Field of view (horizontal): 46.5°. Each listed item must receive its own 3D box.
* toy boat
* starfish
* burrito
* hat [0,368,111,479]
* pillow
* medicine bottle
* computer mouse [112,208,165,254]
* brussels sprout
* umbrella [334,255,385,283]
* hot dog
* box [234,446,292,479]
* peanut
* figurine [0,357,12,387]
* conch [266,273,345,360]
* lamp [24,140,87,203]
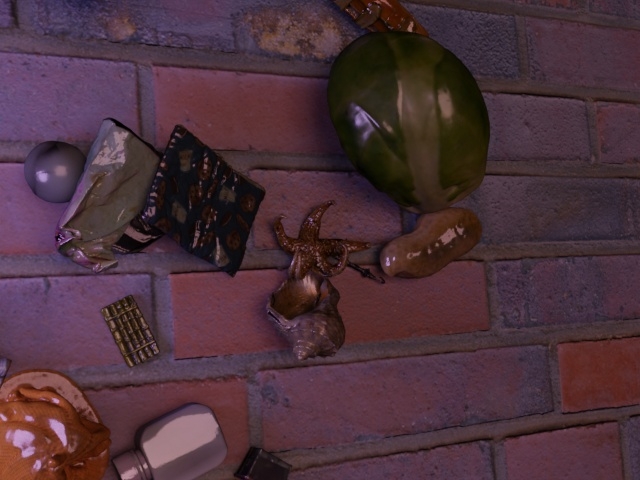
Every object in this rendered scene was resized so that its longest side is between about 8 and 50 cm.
[{"bbox_3d":[-0.330,0.157,1.292,0.063,0.016,0.115,-28,96,-24],"label":"toy boat"},{"bbox_3d":[0.002,0.000,1.430,0.190,0.074,0.146,-4,73,-26],"label":"starfish"},{"bbox_3d":[-0.349,-0.069,1.207,0.144,0.089,0.228,43,67,-46],"label":"burrito"},{"bbox_3d":[-0.415,0.327,1.114,0.233,0.233,0.244,36,70,-16],"label":"hat"},{"bbox_3d":[-0.200,-0.065,1.311,0.255,0.034,0.188,39,61,-48],"label":"pillow"},{"bbox_3d":[-0.258,0.361,1.273,0.183,0.069,0.119,-23,95,-26],"label":"medicine bottle"},{"bbox_3d":[-0.302,-0.049,1.306,0.192,0.062,0.105,-32,99,-19],"label":"computer mouse"},{"bbox_3d":[0.168,-0.226,1.431,0.276,0.315,0.371,-31,104,-1],"label":"brussels sprout"},{"bbox_3d":[0.070,0.054,1.489,0.149,0.022,0.022,26,32,-20],"label":"umbrella"},{"bbox_3d":[0.123,-0.459,1.525,0.270,0.109,0.072,37,73,-19],"label":"hot dog"},{"bbox_3d":[-0.101,0.418,1.347,0.085,0.060,0.063,35,63,-17],"label":"box"},{"bbox_3d":[0.222,0.005,1.520,0.237,0.110,0.120,-24,116,-18],"label":"peanut"},{"bbox_3d":[-0.580,0.175,1.137,0.197,0.093,0.147,21,98,-29],"label":"figurine"},{"bbox_3d":[-0.023,0.133,1.377,0.155,0.130,0.207,37,46,-21],"label":"conch"},{"bbox_3d":[-0.434,-0.113,1.228,0.105,0.105,0.105,3,83,-25],"label":"lamp"}]
